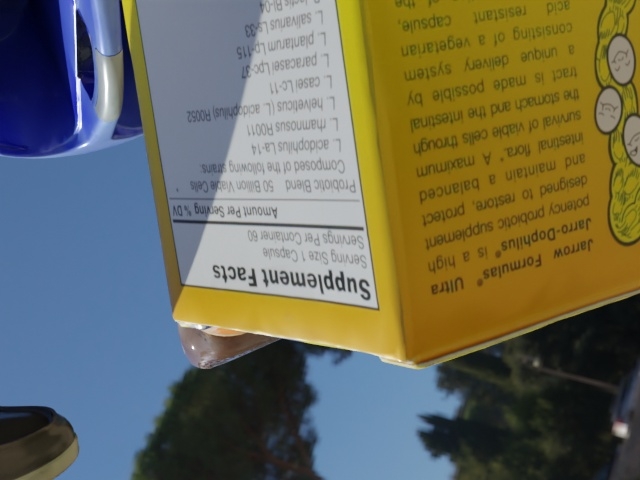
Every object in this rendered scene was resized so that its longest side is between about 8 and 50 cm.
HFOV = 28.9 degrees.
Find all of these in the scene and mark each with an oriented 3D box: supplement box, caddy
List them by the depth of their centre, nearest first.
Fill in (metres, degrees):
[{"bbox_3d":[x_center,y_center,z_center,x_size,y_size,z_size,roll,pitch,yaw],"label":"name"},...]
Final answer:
[{"bbox_3d":[0.030,-0.143,0.580,0.195,0.194,0.356,-14,-79,-34],"label":"supplement box"},{"bbox_3d":[-0.181,-0.182,0.940,0.341,0.241,0.179,110,142,-64],"label":"caddy"}]

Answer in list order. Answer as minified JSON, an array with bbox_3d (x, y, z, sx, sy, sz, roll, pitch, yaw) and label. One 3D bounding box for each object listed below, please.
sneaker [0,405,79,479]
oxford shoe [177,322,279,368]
[{"bbox_3d":[-0.249,0.088,0.683,0.083,0.222,0.118,-130,36,-77],"label":"sneaker"},{"bbox_3d":[0.000,0.000,1.226,0.364,0.130,0.132,-30,-26,-30],"label":"oxford shoe"}]
